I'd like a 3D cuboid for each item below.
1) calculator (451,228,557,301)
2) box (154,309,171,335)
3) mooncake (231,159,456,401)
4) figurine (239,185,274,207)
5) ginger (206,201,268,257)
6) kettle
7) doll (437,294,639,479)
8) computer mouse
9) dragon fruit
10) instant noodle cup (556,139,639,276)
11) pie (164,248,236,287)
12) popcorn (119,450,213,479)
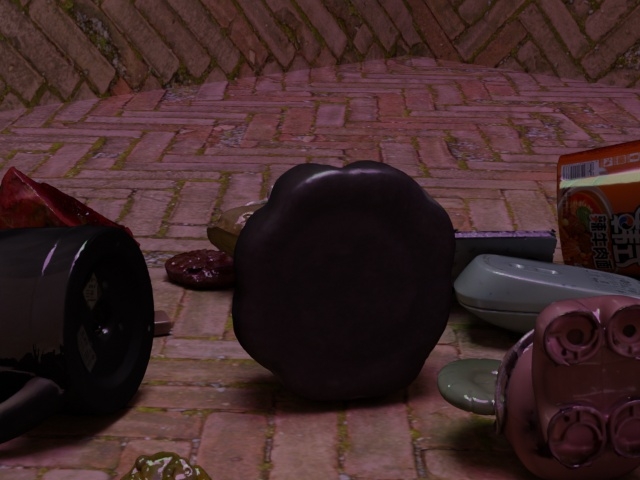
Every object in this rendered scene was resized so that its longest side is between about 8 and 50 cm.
[{"bbox_3d":[0.211,0.040,1.946,0.262,0.161,0.021,-2,51,-2],"label":"calculator"},{"bbox_3d":[-0.271,0.122,1.862,0.115,0.025,0.048,-6,23,-20],"label":"box"},{"bbox_3d":[0.026,0.047,1.657,0.306,0.306,0.154,-3,9,-11],"label":"mooncake"},{"bbox_3d":[-0.070,-0.087,2.507,0.187,0.083,0.083,-21,25,-29],"label":"figurine"},{"bbox_3d":[0.000,0.000,2.044,0.354,0.189,0.126,1,-23,-10],"label":"ginger"},{"bbox_3d":[-0.408,0.124,1.592,0.324,0.228,0.320,1,47,20],"label":"kettle"},{"bbox_3d":[0.279,0.148,1.450,0.284,0.216,0.268,-4,10,-6],"label":"doll"},{"bbox_3d":[0.330,0.090,1.856,0.289,0.097,0.159,10,11,-1],"label":"computer mouse"},{"bbox_3d":[-0.385,0.022,2.011,0.262,0.134,0.211,33,6,-43],"label":"dragon fruit"},{"bbox_3d":[0.485,-0.051,2.105,0.192,0.250,0.250,-3,15,17],"label":"instant noodle cup"},{"bbox_3d":[-0.174,0.043,2.114,0.155,0.036,0.154,-1,16,0],"label":"pie"},{"bbox_3d":[-0.149,0.258,1.257,0.121,0.106,0.116,4,7,14],"label":"popcorn"}]
